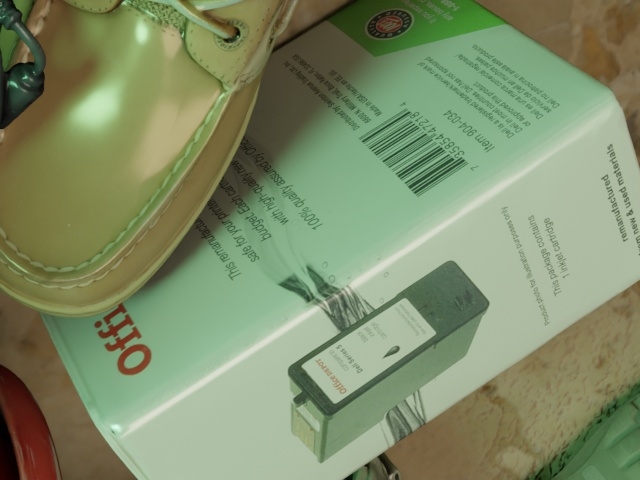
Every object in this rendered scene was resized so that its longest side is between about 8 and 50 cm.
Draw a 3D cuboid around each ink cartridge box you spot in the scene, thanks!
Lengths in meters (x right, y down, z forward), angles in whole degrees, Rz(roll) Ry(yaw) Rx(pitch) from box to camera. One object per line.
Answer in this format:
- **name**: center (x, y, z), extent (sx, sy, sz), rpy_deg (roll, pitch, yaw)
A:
- **ink cartridge box**: center (0.000, 0.000, 0.678), extent (0.273, 0.198, 0.115), rpy_deg (-33, 128, -6)

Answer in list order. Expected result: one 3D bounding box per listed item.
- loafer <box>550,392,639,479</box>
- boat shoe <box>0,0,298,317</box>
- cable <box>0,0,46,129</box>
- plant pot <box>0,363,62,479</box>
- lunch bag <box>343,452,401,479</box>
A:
- **loafer**: center (0.233, 0.199, 0.977), extent (0.319, 0.112, 0.111), rpy_deg (-35, 133, 4)
- **boat shoe**: center (-0.063, -0.130, 0.564), extent (0.121, 0.110, 0.341), rpy_deg (22, 85, -6)
- **cable**: center (-0.187, -0.102, 0.562), extent (0.047, 0.184, 0.150), rpy_deg (-18, 156, -48)
- **plant pot**: center (-0.228, 0.152, 0.657), extent (0.174, 0.191, 0.191), rpy_deg (-1, 118, -32)
- **lunch bag**: center (-0.034, 0.286, 0.850), extent (0.287, 0.169, 0.235), rpy_deg (-33, 123, -15)
